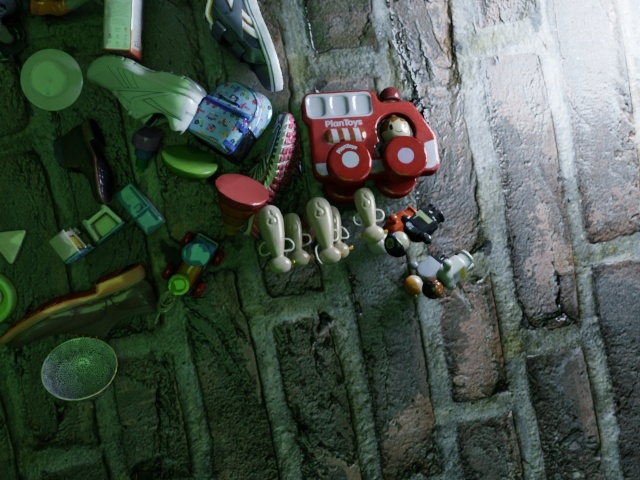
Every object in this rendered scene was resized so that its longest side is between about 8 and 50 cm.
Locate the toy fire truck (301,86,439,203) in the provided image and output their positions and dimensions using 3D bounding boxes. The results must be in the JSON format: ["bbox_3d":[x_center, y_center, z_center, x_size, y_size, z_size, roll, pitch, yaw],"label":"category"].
[{"bbox_3d":[0.116,-0.233,1.791,0.302,0.169,0.254,-5,76,-4],"label":"toy fire truck"}]

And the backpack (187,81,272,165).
[{"bbox_3d":[-0.202,-0.282,1.764,0.158,0.117,0.173,34,85,18],"label":"backpack"}]

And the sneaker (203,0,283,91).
[{"bbox_3d":[-0.186,-0.474,1.760,0.127,0.126,0.321,-20,85,-6],"label":"sneaker"}]

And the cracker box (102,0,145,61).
[{"bbox_3d":[-0.430,-0.524,1.721,0.067,0.156,0.232,4,94,-3],"label":"cracker box"}]

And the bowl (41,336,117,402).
[{"bbox_3d":[-0.552,0.316,1.805,0.170,0.170,0.080,0,138,-4],"label":"bowl"}]

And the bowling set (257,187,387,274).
[{"bbox_3d":[0.000,0.000,1.758,0.287,0.200,0.154,-11,75,-6],"label":"bowling set"}]

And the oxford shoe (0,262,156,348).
[{"bbox_3d":[-0.554,0.183,1.787,0.363,0.130,0.133,-23,102,-2],"label":"oxford shoe"}]

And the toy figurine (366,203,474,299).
[{"bbox_3d":[0.224,0.033,1.783,0.148,0.213,0.209,-38,101,-12],"label":"toy figurine"}]

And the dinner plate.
[{"bbox_3d":[-0.620,-0.370,1.791,0.141,0.017,0.141,0,96,-3],"label":"dinner plate"}]

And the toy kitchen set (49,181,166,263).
[{"bbox_3d":[-0.474,-0.021,1.753,0.207,0.166,0.122,-39,96,0],"label":"toy kitchen set"}]

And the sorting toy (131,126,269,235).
[{"bbox_3d":[-0.287,-0.124,1.755,0.365,0.127,0.126,30,122,18],"label":"sorting toy"}]

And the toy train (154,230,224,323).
[{"bbox_3d":[-0.321,0.101,1.785,0.105,0.143,0.248,31,92,-5],"label":"toy train"}]

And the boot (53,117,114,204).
[{"bbox_3d":[-0.537,-0.163,1.764,0.106,0.082,0.219,-21,65,9],"label":"boot"}]

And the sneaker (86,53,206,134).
[{"bbox_3d":[-0.402,-0.325,1.723,0.297,0.111,0.129,19,88,21],"label":"sneaker"}]

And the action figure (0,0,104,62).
[{"bbox_3d":[-0.689,-0.585,1.694,0.330,0.178,0.341,-26,98,-11],"label":"action figure"}]

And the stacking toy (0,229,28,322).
[{"bbox_3d":[-0.831,0.065,1.755,0.279,0.130,0.309,13,94,-4],"label":"stacking toy"}]

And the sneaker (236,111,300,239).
[{"bbox_3d":[-0.132,-0.157,1.793,0.112,0.121,0.299,20,88,15],"label":"sneaker"}]
